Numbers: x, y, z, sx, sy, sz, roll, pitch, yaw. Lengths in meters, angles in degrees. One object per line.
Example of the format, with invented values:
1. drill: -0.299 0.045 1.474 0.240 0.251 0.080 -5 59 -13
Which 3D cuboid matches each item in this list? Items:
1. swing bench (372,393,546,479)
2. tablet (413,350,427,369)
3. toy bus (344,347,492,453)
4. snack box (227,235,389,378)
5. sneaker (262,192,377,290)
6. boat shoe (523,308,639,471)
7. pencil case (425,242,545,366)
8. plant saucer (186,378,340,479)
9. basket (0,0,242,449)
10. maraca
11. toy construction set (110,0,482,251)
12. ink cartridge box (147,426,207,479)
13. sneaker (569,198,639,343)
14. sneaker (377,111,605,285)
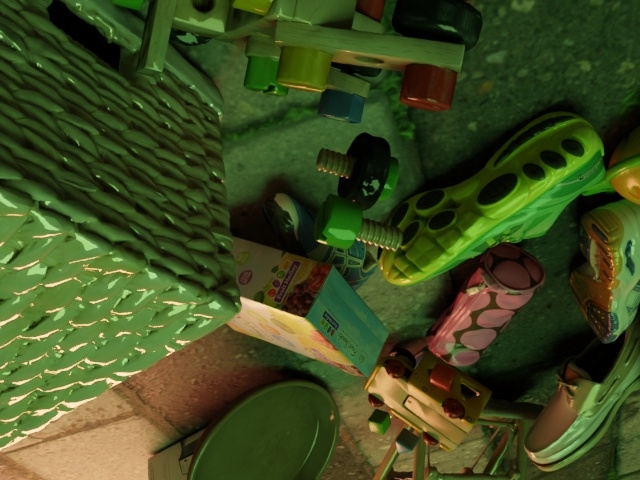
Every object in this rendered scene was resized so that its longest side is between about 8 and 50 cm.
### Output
1. swing bench: 0.240 0.377 1.444 0.253 0.165 0.255 14 94 -30
2. tablet: 0.176 0.194 1.338 0.083 0.006 0.054 15 135 -35
3. toy bus: 0.153 0.216 1.261 0.190 0.104 0.202 -4 121 40
4. snack box: -0.049 0.068 0.952 0.207 0.070 0.174 16 160 35
5. sneaker: 0.000 0.000 0.977 0.081 0.080 0.211 -35 145 2
6. boat shoe: 0.425 0.231 1.346 0.103 0.113 0.302 40 93 -24
7. pencil case: 0.214 0.092 1.144 0.098 0.095 0.209 -31 156 -37
8. plant saucer: -0.090 0.330 1.307 0.277 0.041 0.278 -19 123 -31
9. basket: -0.286 -0.032 0.673 0.331 0.267 0.328 -29 142 23
10. maraca: 0.379 -0.083 0.958 0.127 0.099 0.185 -1 166 -27
11. toy construction set: -0.018 -0.200 0.599 0.237 0.257 0.309 15 116 -16
12. ink cartridge box: -0.173 0.380 1.414 0.190 0.082 0.139 -33 140 22
13. sneaker: 0.417 0.040 1.121 0.130 0.112 0.296 -25 150 -4
14. sneaker: 0.196 -0.024 0.964 0.295 0.110 0.123 -32 136 24
